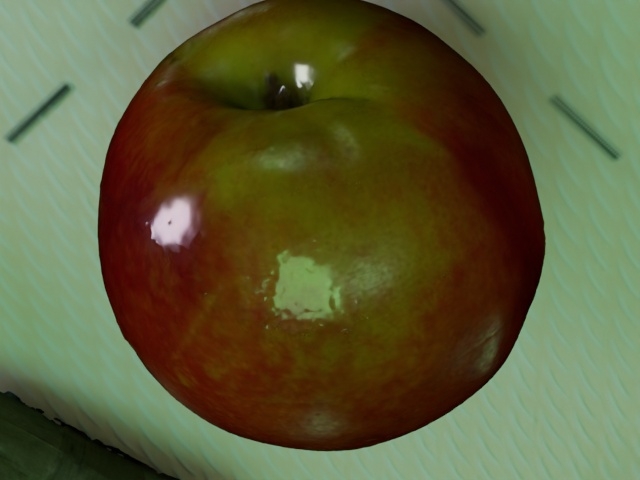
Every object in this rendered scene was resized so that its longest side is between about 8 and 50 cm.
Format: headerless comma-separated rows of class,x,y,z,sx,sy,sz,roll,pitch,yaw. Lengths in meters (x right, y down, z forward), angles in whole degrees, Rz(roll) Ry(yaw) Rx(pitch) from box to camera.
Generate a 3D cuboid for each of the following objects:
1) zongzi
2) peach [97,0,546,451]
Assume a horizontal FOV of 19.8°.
zongzi,-0.316,0.339,1.896,0.356,0.174,0.393,33,129,-12
peach,0.000,0.000,1.490,0.388,0.388,0.388,3,126,4
